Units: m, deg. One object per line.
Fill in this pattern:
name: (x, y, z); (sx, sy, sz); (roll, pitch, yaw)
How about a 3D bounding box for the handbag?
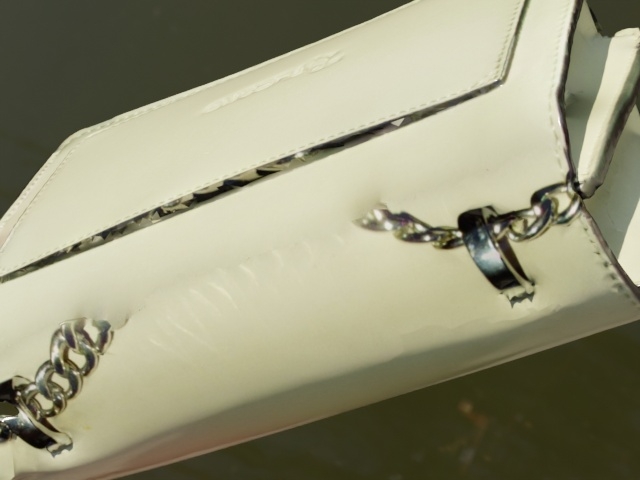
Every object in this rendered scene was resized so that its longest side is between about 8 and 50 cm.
handbag: (0.000, 0.000, 0.919); (0.358, 0.160, 0.237); (-20, 18, 25)
